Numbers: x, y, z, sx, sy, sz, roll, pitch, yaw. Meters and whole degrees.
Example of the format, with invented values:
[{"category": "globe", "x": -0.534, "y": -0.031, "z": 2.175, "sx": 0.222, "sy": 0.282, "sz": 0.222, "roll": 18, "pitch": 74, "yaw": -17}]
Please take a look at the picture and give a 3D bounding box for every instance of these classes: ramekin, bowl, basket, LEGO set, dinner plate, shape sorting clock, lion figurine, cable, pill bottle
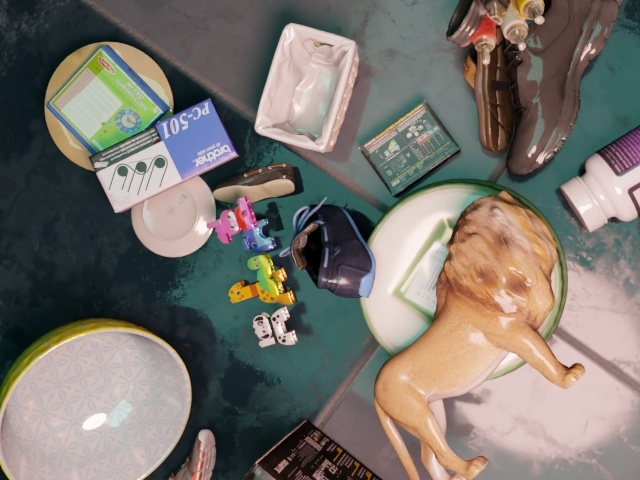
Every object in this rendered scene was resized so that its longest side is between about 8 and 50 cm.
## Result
[{"category": "ramekin", "x": 0.196, "y": 0.058, "z": 1.272, "sx": 0.304, "sy": 0.148, "sz": 0.303, "roll": 0, "pitch": 90, "yaw": 11}, {"category": "bowl", "x": -0.357, "y": 0.229, "z": 1.360, "sx": 0.156, "sy": 0.289, "sz": 0.289, "roll": 35, "pitch": 98, "yaw": 51}, {"category": "basket", "x": -0.014, "y": -0.219, "z": 1.339, "sx": 0.113, "sy": 0.103, "sz": 0.167, "roll": 18, "pitch": 94, "yaw": 11}, {"category": "LEGO set", "x": -0.108, "y": 0.053, "z": 1.368, "sx": 0.093, "sy": 0.087, "sz": 0.227, "roll": -18, "pitch": 92, "yaw": 14}, {"category": "dinner plate", "x": -0.234, "y": -0.044, "z": 1.426, "sx": 0.141, "sy": 0.017, "sz": 0.141, "roll": 0, "pitch": 89, "yaw": 10}, {"category": "shape sorting clock", "x": -0.333, "y": -0.209, "z": 1.433, "sx": 0.206, "sy": 0.040, "sz": 0.206, "roll": 1, "pitch": 96, "yaw": 7}, {"category": "lion figurine", "x": 0.170, "y": 0.145, "z": 1.133, "sx": 0.240, "sy": 0.142, "sz": 0.392, "roll": 45, "pitch": 102, "yaw": 16}, {"category": "cable", "x": 0.244, "y": -0.364, "z": 1.272, "sx": 0.139, "sy": 0.072, "sz": 0.287, "roll": -32, "pitch": 38, "yaw": 39}, {"category": "pill bottle", "x": 0.434, "y": -0.094, "z": 1.247, "sx": 0.194, "sy": 0.108, "sz": 0.108, "roll": -32, "pitch": 84, "yaw": 9}]

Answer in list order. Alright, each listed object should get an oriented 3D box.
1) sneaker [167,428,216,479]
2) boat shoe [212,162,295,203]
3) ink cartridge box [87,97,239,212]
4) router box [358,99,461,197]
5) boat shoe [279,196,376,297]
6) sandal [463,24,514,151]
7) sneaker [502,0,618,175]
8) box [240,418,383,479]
[{"category": "sneaker", "x": -0.207, "y": 0.364, "z": 1.397, "sx": 0.065, "sy": 0.061, "sz": 0.157, "roll": 13, "pitch": 91, "yaw": 17}, {"category": "boat shoe", "x": -0.102, "y": -0.087, "z": 1.388, "sx": 0.133, "sy": 0.049, "sz": 0.042, "roll": -10, "pitch": 60, "yaw": 18}, {"category": "ink cartridge box", "x": -0.240, "y": -0.129, "z": 1.391, "sx": 0.207, "sy": 0.046, "sz": 0.097, "roll": -25, "pitch": 93, "yaw": 1}, {"category": "router box", "x": 0.132, "y": -0.135, "z": 1.342, "sx": 0.122, "sy": 0.038, "sz": 0.092, "roll": -35, "pitch": 84, "yaw": 9}, {"category": "boat shoe", "x": 0.000, "y": 0.000, "z": 1.258, "sx": 0.089, "sy": 0.258, "sz": 0.109, "roll": 4, "pitch": 102, "yaw": -18}, {"category": "sandal", "x": 0.241, "y": -0.235, "z": 1.309, "sx": 0.060, "sy": 0.090, "sz": 0.219, "roll": 0, "pitch": 90, "yaw": 45}, {"category": "sneaker", "x": 0.304, "y": -0.230, "z": 1.265, "sx": 0.130, "sy": 0.109, "sz": 0.286, "roll": 21, "pitch": 85, "yaw": -8}, {"category": "box", "x": 0.028, "y": 0.371, "z": 1.215, "sx": 0.257, "sy": 0.322, "sz": 0.079, "roll": 39, "pitch": 95, "yaw": 9}]
